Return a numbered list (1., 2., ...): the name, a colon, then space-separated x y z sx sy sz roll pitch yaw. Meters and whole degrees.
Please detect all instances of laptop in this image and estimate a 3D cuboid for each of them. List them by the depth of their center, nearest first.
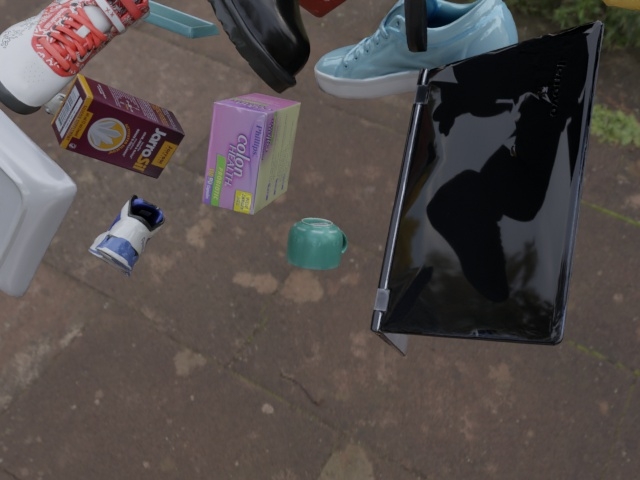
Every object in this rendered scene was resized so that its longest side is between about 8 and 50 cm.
1. laptop: 0.224 -0.033 1.001 0.236 0.408 0.382 9 76 17

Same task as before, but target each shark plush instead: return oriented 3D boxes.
1. shark plush: -0.511 -0.263 1.377 0.073 0.161 0.067 -51 51 15

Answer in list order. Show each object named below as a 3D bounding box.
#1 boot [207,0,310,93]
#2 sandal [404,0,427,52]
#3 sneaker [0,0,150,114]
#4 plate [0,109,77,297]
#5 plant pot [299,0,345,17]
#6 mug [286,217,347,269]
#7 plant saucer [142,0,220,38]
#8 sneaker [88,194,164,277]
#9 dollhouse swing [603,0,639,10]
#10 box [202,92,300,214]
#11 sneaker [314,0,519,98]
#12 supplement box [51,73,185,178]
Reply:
1. boot: -0.021 -0.375 0.836 0.260 0.131 0.348 -22 88 17
2. sandal: 0.168 -0.469 0.927 0.106 0.167 0.446 6 92 11
3. sneaker: -0.300 -0.263 0.892 0.144 0.090 0.270 -26 28 23
4. plate: -0.502 -0.076 1.044 0.277 0.278 0.045 43 37 3
5. plant pot: 0.009 -0.684 1.676 0.267 0.267 0.236 30 74 -24
6. mug: -0.009 0.000 1.694 0.129 0.098 0.158 8 16 10
7. plant saucer: -0.249 -0.355 1.142 0.192 0.018 0.067 27 34 26
8. sneaker: -0.484 -0.013 1.858 0.127 0.315 0.182 39 74 -15
9. dollhouse swing: 0.562 -0.397 1.061 0.304 0.347 0.315 6 54 15
10. box: -0.146 -0.194 1.566 0.117 0.214 0.243 14 19 10
11. sneaker: 0.134 -0.318 1.130 0.365 0.150 0.135 2 37 35
12. supplement box: -0.342 -0.190 1.232 0.188 0.104 0.081 18 27 -42
